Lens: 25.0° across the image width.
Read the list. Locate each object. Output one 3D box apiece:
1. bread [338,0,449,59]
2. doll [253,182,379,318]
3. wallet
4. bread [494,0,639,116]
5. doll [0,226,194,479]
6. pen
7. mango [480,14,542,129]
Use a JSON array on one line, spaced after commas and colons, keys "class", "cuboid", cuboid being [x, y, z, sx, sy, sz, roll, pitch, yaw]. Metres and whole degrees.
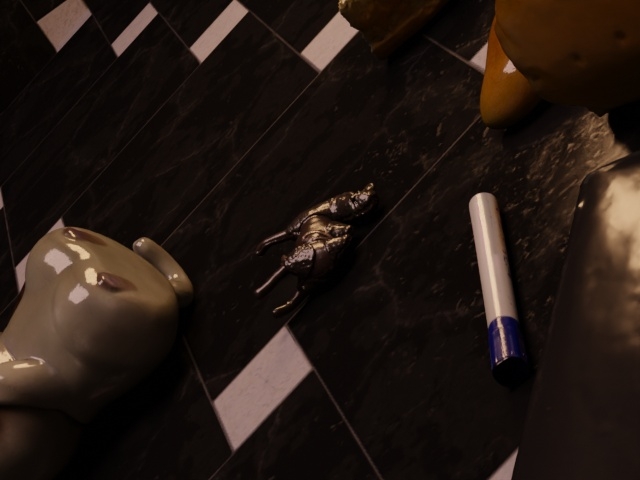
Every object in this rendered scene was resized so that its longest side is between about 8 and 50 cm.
[{"class": "bread", "cuboid": [0.095, -0.354, 1.884, 0.169, 0.140, 0.160, -38, 37, 13]}, {"class": "doll", "cuboid": [0.000, 0.000, 1.632, 0.165, 0.057, 0.139, -36, 24, 17]}, {"class": "wallet", "cuboid": [0.257, 0.073, 1.079, 0.228, 0.062, 0.406, -25, 32, 43]}, {"class": "bread", "cuboid": [0.330, -0.333, 1.273, 0.394, 0.250, 0.361, -16, 51, 50]}, {"class": "doll", "cuboid": [-0.327, 0.146, 1.777, 0.370, 0.226, 0.215, -45, 59, -2]}, {"class": "pen", "cuboid": [0.162, 0.037, 1.328, 0.033, 0.033, 0.269, -38, 25, 23]}, {"class": "mango", "cuboid": [0.219, -0.204, 1.525, 0.102, 0.085, 0.184, -3, 56, 60]}]
